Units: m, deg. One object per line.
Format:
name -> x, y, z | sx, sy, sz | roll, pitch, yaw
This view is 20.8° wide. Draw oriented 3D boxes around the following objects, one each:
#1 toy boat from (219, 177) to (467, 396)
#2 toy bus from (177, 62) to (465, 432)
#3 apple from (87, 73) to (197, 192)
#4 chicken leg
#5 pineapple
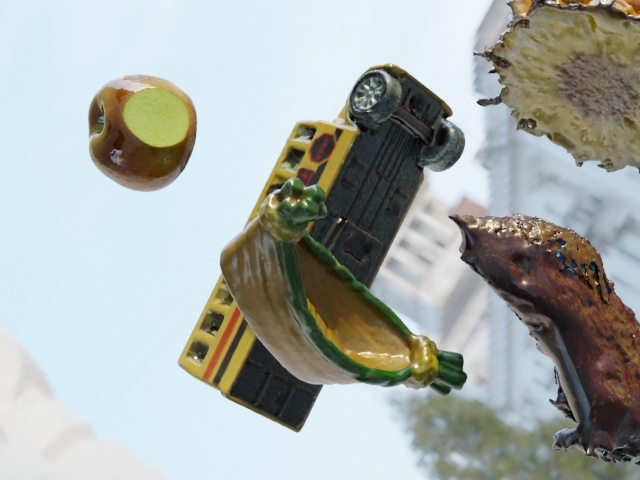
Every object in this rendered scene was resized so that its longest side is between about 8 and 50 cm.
toy boat -> 0.012, 0.040, 1.110 | 0.229, 0.088, 0.089 | 50, -151, -45
toy bus -> 0.000, 0.000, 1.599 | 0.121, 0.123, 0.335 | 31, -98, -42
apple -> -0.172, -0.102, 1.658 | 0.099, 0.102, 0.114 | 147, 137, -66
chicken leg -> 0.170, 0.064, 1.183 | 0.063, 0.234, 0.105 | -20, 12, 43
pineapple -> 0.226, -0.133, 1.410 | 0.221, 0.221, 0.047 | 96, -162, -55
